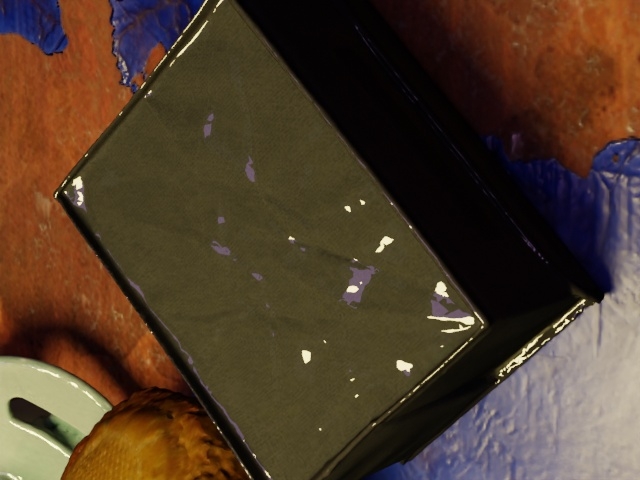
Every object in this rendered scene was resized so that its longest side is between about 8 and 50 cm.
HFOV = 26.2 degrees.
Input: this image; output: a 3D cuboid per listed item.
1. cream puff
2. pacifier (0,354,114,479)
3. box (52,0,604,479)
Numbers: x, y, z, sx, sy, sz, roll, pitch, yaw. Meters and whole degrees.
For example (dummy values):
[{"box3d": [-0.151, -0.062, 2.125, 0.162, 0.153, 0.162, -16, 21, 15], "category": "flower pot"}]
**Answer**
[{"box3d": [-0.117, 0.285, 1.146, 0.303, 0.212, 0.303, -36, 38, 34], "category": "cream puff"}, {"box3d": [-0.304, 0.289, 1.306, 0.288, 0.269, 0.343, 28, 117, -1], "category": "pacifier"}, {"box3d": [0.001, 0.000, 1.094, 0.251, 0.204, 0.345, -46, 74, 29], "category": "box"}]
